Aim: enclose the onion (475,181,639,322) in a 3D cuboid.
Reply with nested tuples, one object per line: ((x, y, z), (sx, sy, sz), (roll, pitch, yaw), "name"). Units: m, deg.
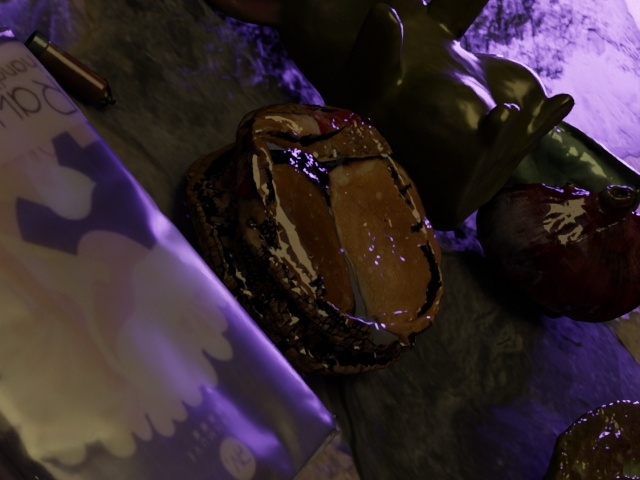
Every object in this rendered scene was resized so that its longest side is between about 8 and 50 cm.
((0.240, 0.019, 1.382), (0.206, 0.151, 0.098), (18, 58, -24), "onion")

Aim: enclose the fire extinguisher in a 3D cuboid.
((-0.186, -0.126, 1.118), (0.083, 0.022, 0.028), (35, 7, -23), "fire extinguisher")

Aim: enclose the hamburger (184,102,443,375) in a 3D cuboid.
((0.000, 0.000, 1.147), (0.231, 0.107, 0.231), (34, 37, -31), "hamburger")

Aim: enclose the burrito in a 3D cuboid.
((0.197, -0.083, 1.448), (0.229, 0.144, 0.089), (35, 63, -12), "burrito")

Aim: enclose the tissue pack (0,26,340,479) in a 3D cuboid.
((-0.170, 0.053, 0.874), (0.343, 0.125, 0.242), (51, 34, -1), "tissue pack")

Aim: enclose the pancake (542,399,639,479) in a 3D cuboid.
((0.272, 0.242, 1.291), (0.377, 0.054, 0.197), (-18, 72, -53), "pancake")

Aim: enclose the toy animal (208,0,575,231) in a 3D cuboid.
((0.052, -0.187, 1.314), (0.363, 0.180, 0.181), (52, 39, 4), "toy animal")
